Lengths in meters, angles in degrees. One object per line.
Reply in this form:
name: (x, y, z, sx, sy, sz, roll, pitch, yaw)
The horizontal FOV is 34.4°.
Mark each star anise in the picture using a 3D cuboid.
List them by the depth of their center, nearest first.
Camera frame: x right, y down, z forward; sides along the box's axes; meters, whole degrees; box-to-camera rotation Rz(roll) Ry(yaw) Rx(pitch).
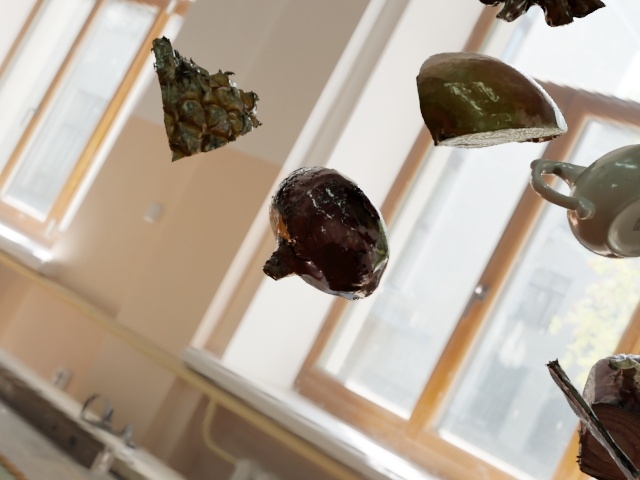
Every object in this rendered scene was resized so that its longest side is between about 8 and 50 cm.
star anise: (0.261, -0.302, 1.253, 0.167, 0.057, 0.168, 4, 29, -2)

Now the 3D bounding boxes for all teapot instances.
teapot: (0.469, -0.068, 1.597, 0.298, 0.204, 0.139, 8, 42, -20)

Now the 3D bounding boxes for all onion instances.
onion: (0.000, 0.000, 1.752, 0.252, 0.219, 0.252, 50, -12, 15)
onion: (0.593, 0.322, 1.883, 0.256, 0.272, 0.230, 38, 42, 12)

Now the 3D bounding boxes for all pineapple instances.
pineapple: (-0.161, -0.216, 1.457, 0.139, 0.164, 0.250, -12, 11, -1)

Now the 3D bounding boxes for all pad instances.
pad: (0.385, 0.274, 1.370, 0.174, 0.022, 0.233, 51, 6, -46)

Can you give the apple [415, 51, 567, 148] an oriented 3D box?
apple: (0.288, -0.225, 1.784, 0.254, 0.179, 0.346, 44, 17, 16)
